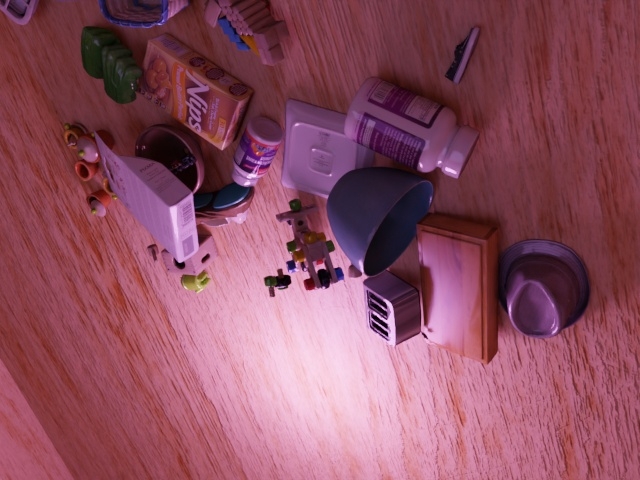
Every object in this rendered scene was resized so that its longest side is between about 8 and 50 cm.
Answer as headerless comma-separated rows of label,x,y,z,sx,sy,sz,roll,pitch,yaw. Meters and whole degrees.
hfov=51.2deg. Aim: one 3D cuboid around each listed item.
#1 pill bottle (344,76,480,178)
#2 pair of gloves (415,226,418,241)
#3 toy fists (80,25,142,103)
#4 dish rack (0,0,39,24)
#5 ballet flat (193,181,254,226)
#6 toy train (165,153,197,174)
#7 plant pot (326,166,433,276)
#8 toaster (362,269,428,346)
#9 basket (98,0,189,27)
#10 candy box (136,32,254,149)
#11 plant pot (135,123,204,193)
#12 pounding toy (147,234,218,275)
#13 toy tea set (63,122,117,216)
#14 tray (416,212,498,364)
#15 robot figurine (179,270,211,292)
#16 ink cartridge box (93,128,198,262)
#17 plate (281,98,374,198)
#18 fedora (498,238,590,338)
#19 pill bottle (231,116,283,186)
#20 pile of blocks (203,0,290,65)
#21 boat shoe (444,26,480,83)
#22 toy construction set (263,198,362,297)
pill bottle,0.224,-0.267,1.621,0.301,0.169,0.169,27,129,12
pair of gloves,0.302,-0.012,1.846,0.083,0.010,0.074,-5,118,35
toy fists,-0.609,-0.523,1.936,0.279,0.096,0.142,46,144,30
dish rack,-0.908,-0.841,1.957,0.285,0.072,0.333,43,131,0
ballet flat,-0.307,-0.099,2.082,0.342,0.116,0.124,-11,135,35
toy train,-0.424,-0.219,1.970,0.158,0.027,0.036,-22,104,37
plant pot,0.131,-0.079,1.742,0.195,0.290,0.290,36,132,23
toaster,0.209,0.197,1.926,0.185,0.110,0.168,33,139,47
basket,-0.496,-0.647,1.704,0.254,0.289,0.201,10,124,23
candy box,-0.361,-0.425,1.904,0.316,0.087,0.183,35,132,6
plant pot,-0.440,-0.256,2.044,0.237,0.110,0.237,15,127,21
pounding toy,-0.480,0.061,2.224,0.206,0.181,0.094,4,122,28
toy tea set,-0.771,-0.227,2.240,0.200,0.124,0.336,4,121,28
tray,0.377,0.136,1.823,0.203,0.076,0.411,16,128,35
robot figurine,-0.439,0.139,2.326,0.115,0.067,0.101,-8,123,34
ink cartridge box,-0.533,-0.150,2.062,0.385,0.091,0.308,43,153,21
plate,0.011,-0.228,1.850,0.277,0.045,0.278,20,127,18
fedora,0.563,0.146,1.725,0.243,0.124,0.275,8,123,25
pill bottle,-0.187,-0.248,1.906,0.108,0.108,0.193,36,131,5
pile of blocks,-0.209,-0.599,1.703,0.362,0.112,0.149,50,149,-3
boat shoe,0.326,-0.428,1.538,0.040,0.049,0.142,28,132,12
toy construction set,0.000,0.000,1.913,0.308,0.257,0.237,-6,105,10
